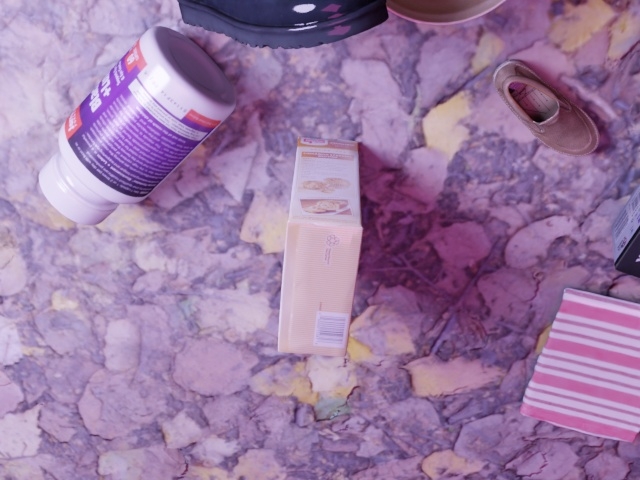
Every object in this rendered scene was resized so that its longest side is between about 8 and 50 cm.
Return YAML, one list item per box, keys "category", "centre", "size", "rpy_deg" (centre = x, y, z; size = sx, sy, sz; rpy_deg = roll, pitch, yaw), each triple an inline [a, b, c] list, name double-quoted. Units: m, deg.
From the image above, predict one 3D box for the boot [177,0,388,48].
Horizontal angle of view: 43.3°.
- category: "boot"
  centre: [-0.060, -0.268, 0.632]
  size: [0.094, 0.246, 0.207]
  rpy_deg: [-32, 127, -28]

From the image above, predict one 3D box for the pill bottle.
- category: "pill bottle"
  centre: [-0.183, -0.104, 0.783]
  size: [0.193, 0.108, 0.108]
  rpy_deg: [-41, 112, 21]

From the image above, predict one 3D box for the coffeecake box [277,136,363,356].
- category: "coffeecake box"
  centre: [0.000, 0.000, 0.795]
  size: [0.068, 0.185, 0.142]
  rpy_deg: [5, 121, -1]

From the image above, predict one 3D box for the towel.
- category: "towel"
  centre: [0.332, 0.150, 0.961]
  size: [0.144, 0.029, 0.197]
  rpy_deg: [14, 120, 5]

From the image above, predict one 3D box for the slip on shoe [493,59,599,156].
- category: "slip on shoe"
  centre: [0.227, -0.126, 0.801]
  size: [0.135, 0.041, 0.051]
  rpy_deg: [40, 113, -20]

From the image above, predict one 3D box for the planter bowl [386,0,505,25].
- category: "planter bowl"
  centre: [0.098, -0.275, 0.677]
  size: [0.162, 0.109, 0.162]
  rpy_deg: [-1, 120, -1]

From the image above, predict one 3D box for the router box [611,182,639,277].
- category: "router box"
  centre: [0.459, -0.061, 0.759]
  size: [0.243, 0.081, 0.308]
  rpy_deg: [19, 131, 2]
